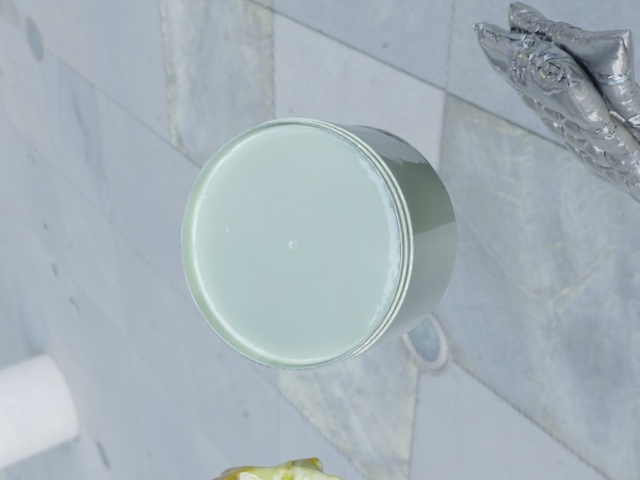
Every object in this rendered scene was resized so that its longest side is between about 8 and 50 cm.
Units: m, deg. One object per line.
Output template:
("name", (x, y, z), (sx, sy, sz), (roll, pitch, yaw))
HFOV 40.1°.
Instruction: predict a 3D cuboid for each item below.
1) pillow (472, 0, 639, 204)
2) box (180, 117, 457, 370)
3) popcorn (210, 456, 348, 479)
("pillow", (0.342, -0.142, 1.043), (0.326, 0.101, 0.228), (40, -172, -30))
("box", (0.000, 0.000, 0.826), (0.226, 0.149, 0.226), (2, 94, 25))
("popcorn", (-0.050, 0.335, 0.830), (0.293, 0.293, 0.237), (136, 131, -58))
